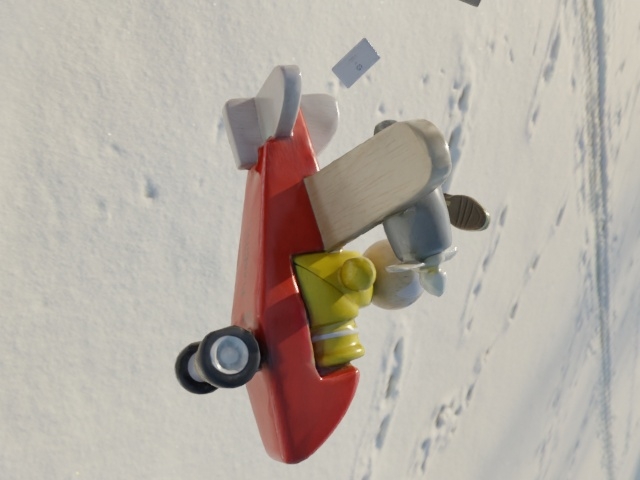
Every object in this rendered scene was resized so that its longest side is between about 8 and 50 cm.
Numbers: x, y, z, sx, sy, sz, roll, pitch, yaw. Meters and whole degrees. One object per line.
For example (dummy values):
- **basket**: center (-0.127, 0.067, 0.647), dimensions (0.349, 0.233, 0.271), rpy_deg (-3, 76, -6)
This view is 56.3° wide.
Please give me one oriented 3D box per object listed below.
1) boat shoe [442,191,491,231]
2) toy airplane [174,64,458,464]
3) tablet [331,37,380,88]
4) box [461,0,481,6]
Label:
- **boat shoe**: center (0.290, -0.056, 1.219), dimensions (0.072, 0.190, 0.068), rpy_deg (26, 97, -30)
- **toy airplane**: center (0.000, 0.000, 0.694), dimensions (0.272, 0.386, 0.385), rpy_deg (12, 114, -20)
- **tablet**: center (0.066, -0.325, 1.098), dimensions (0.083, 0.006, 0.054), rpy_deg (-41, 127, 12)
- **box**: center (0.324, -0.629, 0.978), dimensions (0.395, 0.097, 0.319), rpy_deg (68, 47, -80)
